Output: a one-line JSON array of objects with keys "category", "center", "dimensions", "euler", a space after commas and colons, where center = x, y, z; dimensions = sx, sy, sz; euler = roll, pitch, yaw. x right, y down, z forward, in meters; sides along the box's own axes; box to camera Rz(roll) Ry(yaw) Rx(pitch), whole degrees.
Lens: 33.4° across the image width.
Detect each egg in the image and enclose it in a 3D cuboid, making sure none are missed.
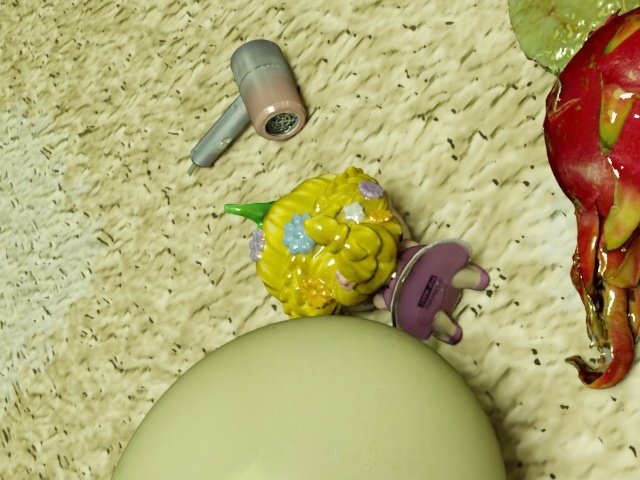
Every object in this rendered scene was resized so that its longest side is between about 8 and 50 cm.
[{"category": "egg", "center": [-0.013, 0.150, 0.499], "dimensions": [0.186, 0.186, 0.242], "euler": [38, 112, 43]}]

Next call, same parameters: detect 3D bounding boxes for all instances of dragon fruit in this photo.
[{"category": "dragon fruit", "center": [0.139, -0.026, 0.496], "dimensions": [0.094, 0.094, 0.191], "euler": [30, 107, 44]}]

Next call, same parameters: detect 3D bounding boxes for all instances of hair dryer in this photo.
[{"category": "hair dryer", "center": [-0.059, -0.077, 0.730], "dimensions": [0.114, 0.037, 0.063], "euler": [-44, 52, 32]}]

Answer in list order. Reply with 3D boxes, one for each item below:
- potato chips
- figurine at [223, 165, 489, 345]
[{"category": "potato chips", "center": [0.150, -0.182, 0.583], "dimensions": [0.142, 0.026, 0.209], "euler": [-41, 50, 28]}, {"category": "figurine", "center": [0.000, 0.000, 0.592], "dimensions": [0.156, 0.115, 0.095], "euler": [29, 85, 46]}]
